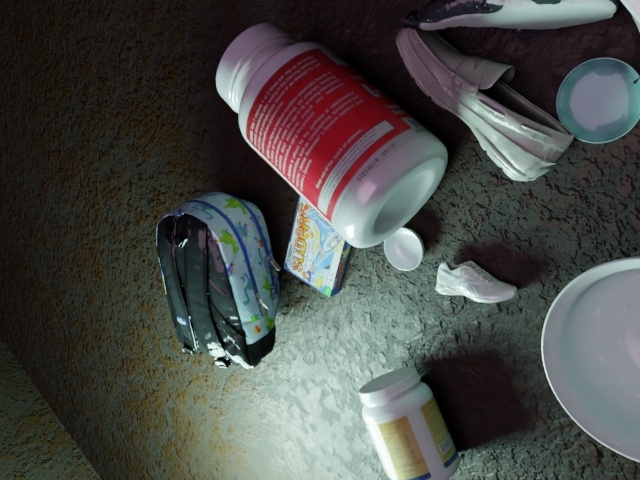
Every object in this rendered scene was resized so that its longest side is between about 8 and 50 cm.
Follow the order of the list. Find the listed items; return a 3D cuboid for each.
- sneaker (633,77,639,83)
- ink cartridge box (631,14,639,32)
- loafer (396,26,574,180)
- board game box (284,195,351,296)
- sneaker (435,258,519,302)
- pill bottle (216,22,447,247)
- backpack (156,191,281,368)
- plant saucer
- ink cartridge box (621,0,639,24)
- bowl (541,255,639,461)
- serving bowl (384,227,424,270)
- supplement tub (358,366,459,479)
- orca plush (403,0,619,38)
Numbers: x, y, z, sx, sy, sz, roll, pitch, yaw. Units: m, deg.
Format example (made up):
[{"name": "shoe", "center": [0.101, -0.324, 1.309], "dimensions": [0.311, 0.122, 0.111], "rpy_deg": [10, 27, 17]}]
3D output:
[{"name": "sneaker", "center": [0.453, -0.208, 0.796], "dimensions": [0.069, 0.038, 0.098], "rpy_deg": [-3, 93, 22]}, {"name": "ink cartridge box", "center": [0.466, -0.304, 0.768], "dimensions": [0.115, 0.029, 0.062], "rpy_deg": [-25, 87, 37]}, {"name": "loafer", "center": [0.249, -0.234, 0.923], "dimensions": [0.319, 0.112, 0.111], "rpy_deg": [46, 134, 8]}, {"name": "board game box", "center": [0.000, 0.000, 1.258], "dimensions": [0.136, 0.035, 0.201], "rpy_deg": [30, 121, 30]}, {"name": "sneaker", "center": [0.268, 0.070, 1.042], "dimensions": [0.152, 0.054, 0.061], "rpy_deg": [9, 107, 39]}, {"name": "pill bottle", "center": [0.005, -0.198, 1.061], "dimensions": [0.407, 0.229, 0.229], "rpy_deg": [45, 128, 20]}, {"name": "backpack", "center": [-0.235, 0.069, 1.360], "dimensions": [0.290, 0.273, 0.355], "rpy_deg": [8, 130, 41]}, {"name": "plant saucer", "center": [0.402, -0.200, 0.861], "dimensions": [0.119, 0.021, 0.119], "rpy_deg": [14, 112, 37]}, {"name": "ink cartridge box", "center": [0.462, -0.288, 0.698], "dimensions": [0.159, 0.092, 0.217], "rpy_deg": [-40, 80, 35]}, {"name": "bowl", "center": [0.477, 0.151, 0.834], "dimensions": [0.298, 0.134, 0.297], "rpy_deg": [14, 112, 38]}, {"name": "serving bowl", "center": [0.162, 0.013, 1.130], "dimensions": [0.083, 0.027, 0.083], "rpy_deg": [14, 113, 37]}, {"name": "supplement tub", "center": [0.167, 0.361, 1.158], "dimensions": [0.144, 0.144, 0.199], "rpy_deg": [-24, 87, 42]}, {"name": "orca plush", "center": [0.264, -0.358, 0.855], "dimensions": [0.287, 0.151, 0.102], "rpy_deg": [0, 86, 30]}]
